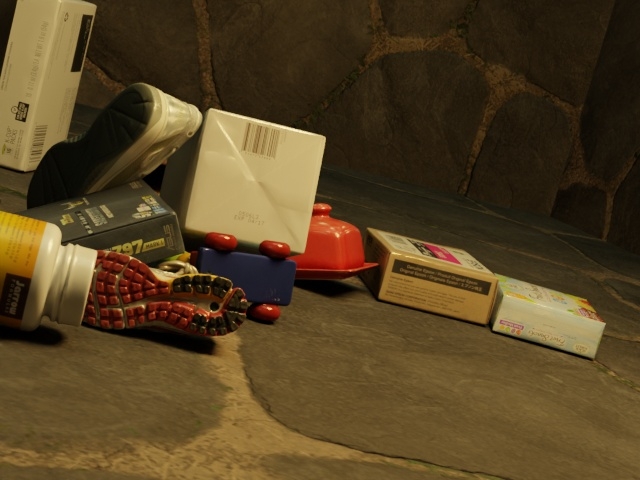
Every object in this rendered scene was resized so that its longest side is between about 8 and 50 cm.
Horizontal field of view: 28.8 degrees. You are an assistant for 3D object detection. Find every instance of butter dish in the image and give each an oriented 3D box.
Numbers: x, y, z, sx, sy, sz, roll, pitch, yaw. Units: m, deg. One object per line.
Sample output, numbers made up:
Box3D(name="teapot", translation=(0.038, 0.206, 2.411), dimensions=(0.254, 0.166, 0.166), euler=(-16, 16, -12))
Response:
Box3D(name="butter dish", translation=(0.000, 0.000, 1.986), dimensions=(0.159, 0.118, 0.160), euler=(0, 4, 20))

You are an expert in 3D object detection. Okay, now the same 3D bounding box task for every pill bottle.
Box3D(name="pill bottle", translation=(-0.346, 0.026, 1.294), dimensions=(0.214, 0.117, 0.117), euler=(14, 9, -10))

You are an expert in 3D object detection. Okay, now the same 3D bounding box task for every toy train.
Box3D(name="toy train", translation=(-0.168, 0.037, 1.631), dimensions=(0.248, 0.105, 0.143), euler=(9, 1, -38))

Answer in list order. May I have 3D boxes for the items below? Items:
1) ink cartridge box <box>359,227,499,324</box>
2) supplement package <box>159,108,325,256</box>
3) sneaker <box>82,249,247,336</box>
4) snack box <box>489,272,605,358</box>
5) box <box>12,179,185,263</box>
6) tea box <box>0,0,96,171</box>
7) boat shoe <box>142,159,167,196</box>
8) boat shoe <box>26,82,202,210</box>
Box3D(name="ink cartridge box", translation=(0.176, 0.057, 2.117), dimensions=(0.193, 0.088, 0.235), euler=(13, 8, -11))
Box3D(name="supplement package", translation=(-0.130, -0.070, 1.841), dimensions=(0.177, 0.175, 0.293), euler=(12, -8, -16))
Box3D(name="sneaker", translation=(-0.201, 0.072, 1.441), dimensions=(0.225, 0.088, 0.093), euler=(14, -12, -8))
Box3D(name="snack box", translation=(0.371, 0.124, 2.092), dimensions=(0.174, 0.070, 0.207), euler=(16, 8, 2))
Box3D(name="box", translation=(-0.287, -0.011, 1.584), dimensions=(0.183, 0.059, 0.232), euler=(-16, 17, -14))
Box3D(name="tea box", translation=(-0.635, -0.332, 2.349), dimensions=(0.323, 0.329, 0.220), euler=(15, 9, 6))
Box3D(name="boat shoe", translation=(-0.299, -0.114, 2.202), dimensions=(0.123, 0.123, 0.342), euler=(-25, -14, -9))
Box3D(name="boat shoe", translation=(-0.300, -0.103, 1.747), dimensions=(0.103, 0.320, 0.118), euler=(15, 47, -45))
